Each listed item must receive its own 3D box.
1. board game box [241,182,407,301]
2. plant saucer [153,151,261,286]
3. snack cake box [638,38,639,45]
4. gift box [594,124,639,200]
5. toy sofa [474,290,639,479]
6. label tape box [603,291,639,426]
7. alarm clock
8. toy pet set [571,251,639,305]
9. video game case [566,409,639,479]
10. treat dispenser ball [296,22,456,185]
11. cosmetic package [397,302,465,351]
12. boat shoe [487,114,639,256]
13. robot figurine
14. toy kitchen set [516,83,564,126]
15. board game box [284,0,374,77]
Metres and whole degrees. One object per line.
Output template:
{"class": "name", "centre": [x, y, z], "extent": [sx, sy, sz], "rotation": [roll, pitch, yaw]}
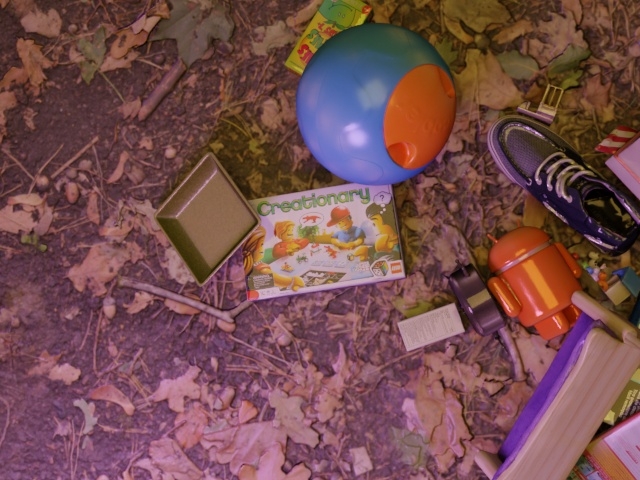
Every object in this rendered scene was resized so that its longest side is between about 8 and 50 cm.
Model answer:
{"class": "board game box", "centre": [0.000, 0.000, 1.811], "extent": [0.305, 0.053, 0.193], "rotation": [-9, 82, 7]}
{"class": "plant saucer", "centre": [-0.207, -0.040, 1.816], "extent": [0.188, 0.045, 0.188], "rotation": [-46, 67, 21]}
{"class": "snack cake box", "centre": [0.719, -0.307, 1.723], "extent": [0.152, 0.089, 0.264], "rotation": [-33, 81, 6]}
{"class": "gift box", "centre": [0.626, -0.136, 1.550], "extent": [0.276, 0.258, 0.255], "rotation": [-36, 82, -9]}
{"class": "toy sofa", "centre": [0.401, 0.273, 1.610], "extent": [0.177, 0.150, 0.363], "rotation": [22, 103, -28]}
{"class": "label tape box", "centre": [0.688, 0.262, 1.658], "extent": [0.347, 0.115, 0.249], "rotation": [22, 89, 11]}
{"class": "alarm clock", "centre": [0.290, 0.127, 1.722], "extent": [0.064, 0.129, 0.192], "rotation": [-32, 92, 5]}
{"class": "toy pet set", "centre": [0.521, 0.057, 1.702], "extent": [0.065, 0.122, 0.114], "rotation": [-40, 100, 10]}
{"class": "video game case", "centre": [0.530, 0.425, 1.632], "extent": [0.204, 0.025, 0.285], "rotation": [52, 125, 9]}
{"class": "treat dispenser ball", "centre": [0.099, -0.243, 1.703], "extent": [0.288, 0.288, 0.288], "rotation": [-1, 84, 8]}
{"class": "cosmetic package", "centre": [0.206, 0.162, 1.772], "extent": [0.115, 0.041, 0.060], "rotation": [-18, 82, 6]}
{"class": "boat shoe", "centre": [0.443, -0.114, 1.707], "extent": [0.340, 0.158, 0.127], "rotation": [41, 91, 10]}
{"class": "robot figurine", "centre": [0.387, 0.067, 1.714], "extent": [0.158, 0.128, 0.219], "rotation": [-32, 82, 10]}
{"class": "toy kitchen set", "centre": [0.410, -0.263, 1.764], "extent": [0.068, 0.083, 0.075], "rotation": [21, 88, 9]}
{"class": "board game box", "centre": [0.018, -0.392, 1.853], "extent": [0.092, 0.043, 0.181], "rotation": [32, 89, 10]}
